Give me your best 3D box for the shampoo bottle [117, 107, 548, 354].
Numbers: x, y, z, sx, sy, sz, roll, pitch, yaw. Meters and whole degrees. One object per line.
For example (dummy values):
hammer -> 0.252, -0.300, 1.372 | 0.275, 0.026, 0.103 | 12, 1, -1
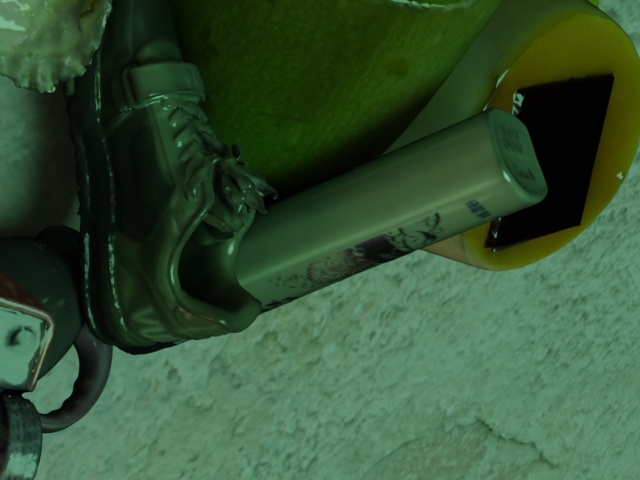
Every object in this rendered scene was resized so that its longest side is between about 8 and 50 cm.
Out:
shampoo bottle -> 0.000, 0.000, 1.396 | 0.359, 0.078, 0.134 | -23, 170, 22

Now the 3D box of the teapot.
teapot -> -0.212, 0.056, 1.319 | 0.146, 0.148, 0.116 | -35, 162, -48

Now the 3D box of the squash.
squash -> -0.003, -0.162, 1.388 | 0.234, 0.210, 0.309 | 8, 147, -23

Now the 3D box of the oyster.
oyster -> -0.195, -0.176, 1.237 | 0.122, 0.045, 0.146 | -14, 103, -23

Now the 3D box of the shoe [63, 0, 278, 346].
shoe -> -0.097, -0.063, 1.290 | 0.109, 0.149, 0.292 | -15, 106, -62

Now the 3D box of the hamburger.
hamburger -> 0.152, -0.112, 1.586 | 0.294, 0.179, 0.276 | -17, 124, -38

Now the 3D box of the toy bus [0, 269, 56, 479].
toy bus -> -0.351, 0.190, 1.161 | 0.203, 0.233, 0.426 | 16, 102, -35
